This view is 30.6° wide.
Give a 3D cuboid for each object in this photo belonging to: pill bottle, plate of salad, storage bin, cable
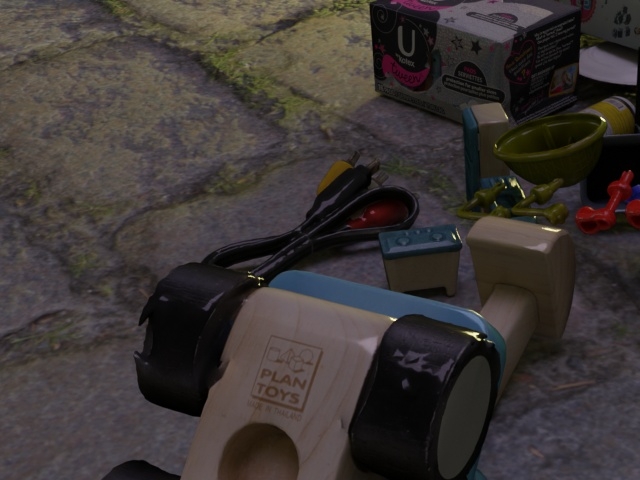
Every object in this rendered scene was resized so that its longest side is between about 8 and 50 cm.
[{"bbox_3d":[0.330,-0.129,1.430,0.116,0.065,0.065,-24,35,-29],"label":"pill bottle"},{"bbox_3d":[0.440,-0.236,1.607,0.200,0.048,0.200,-3,27,2],"label":"plate of salad"},{"bbox_3d":[0.355,-0.069,1.312,0.135,0.098,0.091,-3,3,7],"label":"storage bin"},{"bbox_3d":[0.000,0.000,1.309,0.139,0.072,0.287,35,59,26],"label":"cable"}]

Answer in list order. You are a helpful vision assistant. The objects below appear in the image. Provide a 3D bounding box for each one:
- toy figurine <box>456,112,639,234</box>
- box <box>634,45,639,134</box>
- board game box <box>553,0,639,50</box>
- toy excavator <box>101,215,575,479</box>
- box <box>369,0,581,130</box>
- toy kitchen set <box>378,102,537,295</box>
[{"bbox_3d":[0.344,-0.014,1.131,0.362,0.217,0.191,-5,43,45],"label":"toy figurine"},{"bbox_3d":[0.473,-0.176,1.402,0.180,0.147,0.077,-18,33,-18],"label":"box"},{"bbox_3d":[0.477,-0.344,1.670,0.224,0.097,0.303,-7,22,-22],"label":"board game box"},{"bbox_3d":[0.061,0.135,0.907,0.222,0.445,0.433,12,76,26],"label":"toy excavator"},{"bbox_3d":[0.207,-0.259,1.595,0.163,0.142,0.247,-26,35,-32],"label":"box"},{"bbox_3d":[0.136,-0.045,1.266,0.166,0.122,0.207,-7,30,-2],"label":"toy kitchen set"}]
